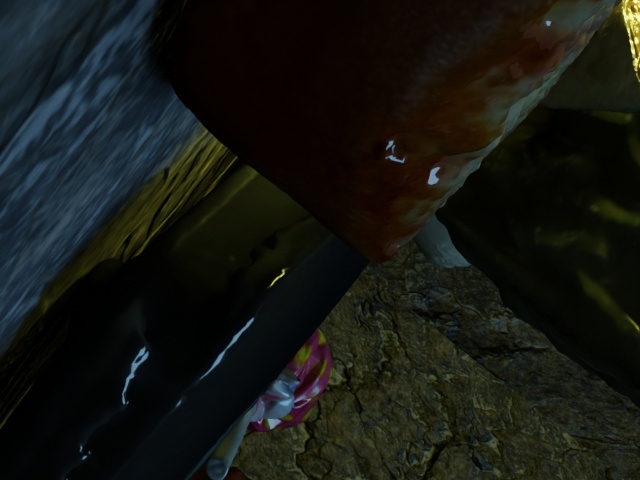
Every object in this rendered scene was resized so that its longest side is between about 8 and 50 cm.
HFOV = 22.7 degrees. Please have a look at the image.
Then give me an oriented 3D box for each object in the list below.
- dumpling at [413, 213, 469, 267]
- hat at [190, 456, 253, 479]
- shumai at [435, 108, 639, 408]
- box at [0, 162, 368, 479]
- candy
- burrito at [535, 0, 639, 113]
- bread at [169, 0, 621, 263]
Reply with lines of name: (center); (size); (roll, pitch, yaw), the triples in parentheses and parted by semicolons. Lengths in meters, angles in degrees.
dumpling: (0.131, -0.061, 1.200); (0.227, 0.243, 0.175); (-68, -177, -84)
hat: (-0.129, 0.383, 1.298); (0.285, 0.285, 0.400); (122, -14, -62)
shumai: (0.276, -0.046, 0.841); (0.324, 0.397, 0.323); (15, 107, -46)
box: (-0.096, 0.090, 0.854); (0.359, 0.091, 0.350); (-53, 176, 25)
candy: (-0.058, 0.120, 1.217); (0.124, 0.124, 0.365); (-52, -178, 9)
burrito: (0.092, -0.102, 0.804); (0.226, 0.060, 0.087); (3, -112, 50)
bread: (0.077, -0.137, 0.547); (0.295, 0.114, 0.328); (-49, 176, -26)
